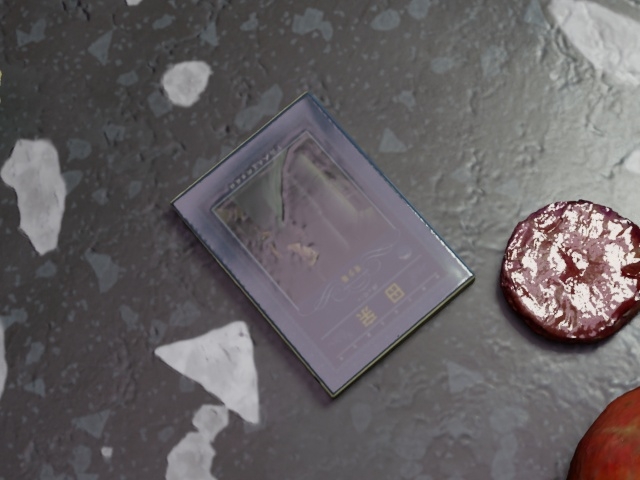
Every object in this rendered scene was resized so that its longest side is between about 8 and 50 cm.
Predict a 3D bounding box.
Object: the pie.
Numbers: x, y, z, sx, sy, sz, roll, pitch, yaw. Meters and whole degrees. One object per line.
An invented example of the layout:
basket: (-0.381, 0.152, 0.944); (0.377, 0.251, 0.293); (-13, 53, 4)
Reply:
pie: (0.253, 0.032, 1.270); (0.154, 0.036, 0.154); (-2, 75, 7)

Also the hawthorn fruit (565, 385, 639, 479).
hawthorn fruit: (0.328, 0.249, 1.072); (0.276, 0.307, 0.276); (-1, 86, 16)

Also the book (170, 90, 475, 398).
book: (0.000, 0.000, 1.315); (0.191, 0.025, 0.269); (-39, 74, -4)
